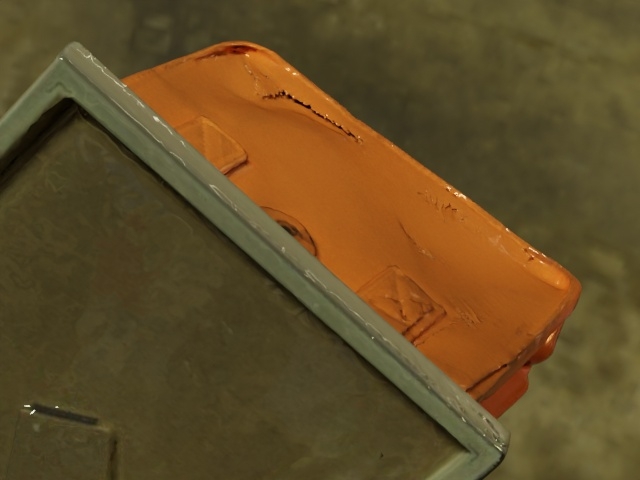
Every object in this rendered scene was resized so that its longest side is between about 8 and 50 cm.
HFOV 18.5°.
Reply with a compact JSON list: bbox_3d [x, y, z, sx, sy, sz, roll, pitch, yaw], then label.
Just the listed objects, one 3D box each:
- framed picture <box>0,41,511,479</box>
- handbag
[{"bbox_3d":[-0.111,0.100,0.796,0.232,0.315,0.024,43,25,-10],"label":"framed picture"},{"bbox_3d":[0.000,0.000,1.649,0.410,0.116,0.303,37,29,13],"label":"handbag"}]
